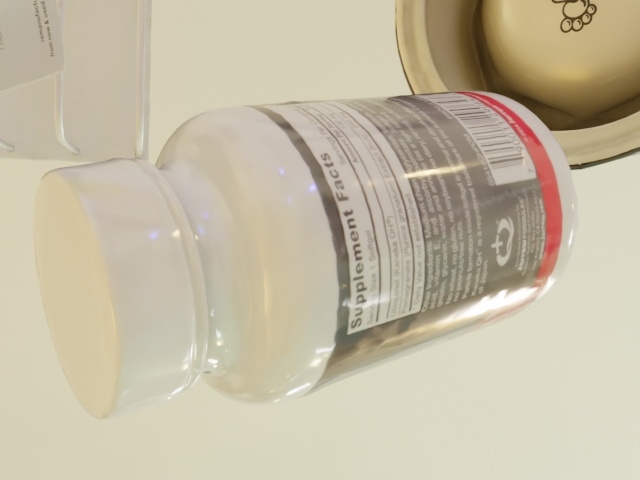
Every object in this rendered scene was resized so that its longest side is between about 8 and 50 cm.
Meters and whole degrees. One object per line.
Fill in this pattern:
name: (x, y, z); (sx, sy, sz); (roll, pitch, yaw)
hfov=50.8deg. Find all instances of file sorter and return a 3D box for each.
file sorter: (-0.300, -0.177, 0.625); (0.277, 0.173, 0.193); (1, -88, -14)

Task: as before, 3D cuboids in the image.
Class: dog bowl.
dog bowl: (0.283, -0.265, 0.695); (0.150, 0.408, 0.408); (5, -43, -49)

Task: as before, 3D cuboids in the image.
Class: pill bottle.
pill bottle: (0.000, 0.000, 0.430); (0.318, 0.176, 0.176); (-12, -42, -35)

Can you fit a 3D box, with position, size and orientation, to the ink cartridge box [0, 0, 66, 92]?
ink cartridge box: (-0.256, -0.112, 0.342); (0.139, 0.190, 0.082); (26, -46, 28)
